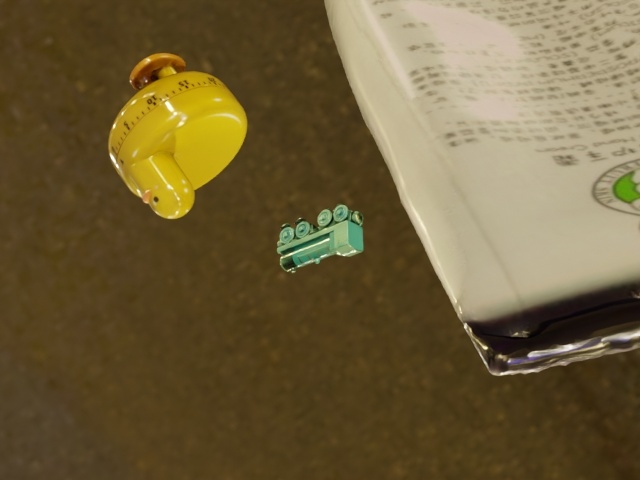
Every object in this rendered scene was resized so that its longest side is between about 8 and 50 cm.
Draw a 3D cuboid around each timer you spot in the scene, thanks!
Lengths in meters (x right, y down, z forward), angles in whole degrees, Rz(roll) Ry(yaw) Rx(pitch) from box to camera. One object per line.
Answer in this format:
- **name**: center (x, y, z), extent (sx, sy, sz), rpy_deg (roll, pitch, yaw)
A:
- **timer**: center (-0.102, -0.070, 1.365), extent (0.109, 0.107, 0.107), rpy_deg (53, 152, 25)

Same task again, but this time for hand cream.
- **hand cream**: center (0.058, -0.058, 0.525), extent (0.336, 0.121, 0.076), rpy_deg (-115, 15, -61)

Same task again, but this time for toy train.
- **toy train**: center (0.000, 0.000, 1.565), extent (0.092, 0.029, 0.045), rpy_deg (-21, 57, 37)
